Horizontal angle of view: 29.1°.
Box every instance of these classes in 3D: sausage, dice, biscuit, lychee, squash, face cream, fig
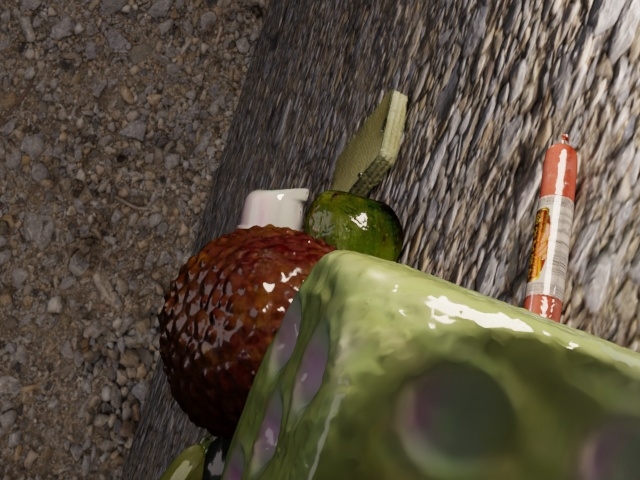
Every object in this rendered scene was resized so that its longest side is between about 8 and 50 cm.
[{"bbox_3d":[0.189,0.017,1.020,0.034,0.034,0.253,131,157,-59],"label":"sausage"},{"bbox_3d":[0.080,0.157,0.763,0.254,0.252,0.250,-152,83,-79],"label":"dice"},{"bbox_3d":[0.065,-0.114,1.742,0.199,0.040,0.121,130,159,-54],"label":"biscuit"},{"bbox_3d":[-0.043,0.106,1.347,0.260,0.260,0.261,-160,90,-78],"label":"lychee"},{"bbox_3d":[-0.227,0.413,1.998,0.137,0.137,0.287,-95,29,-63],"label":"squash"},{"bbox_3d":[-0.072,0.105,1.528,0.102,0.102,0.346,-167,81,-78],"label":"face cream"},{"bbox_3d":[0.036,0.021,1.488,0.123,0.123,0.156,-162,82,-78],"label":"fig"}]

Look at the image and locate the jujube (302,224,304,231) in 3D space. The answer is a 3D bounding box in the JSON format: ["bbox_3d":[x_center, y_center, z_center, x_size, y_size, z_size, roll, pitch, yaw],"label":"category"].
[{"bbox_3d":[-0.021,0.058,1.712,0.104,0.104,0.166,125,159,-51],"label":"jujube"}]

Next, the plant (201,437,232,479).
[{"bbox_3d":[-0.087,0.342,1.427,0.142,0.164,0.256,-173,92,-78],"label":"plant"}]
